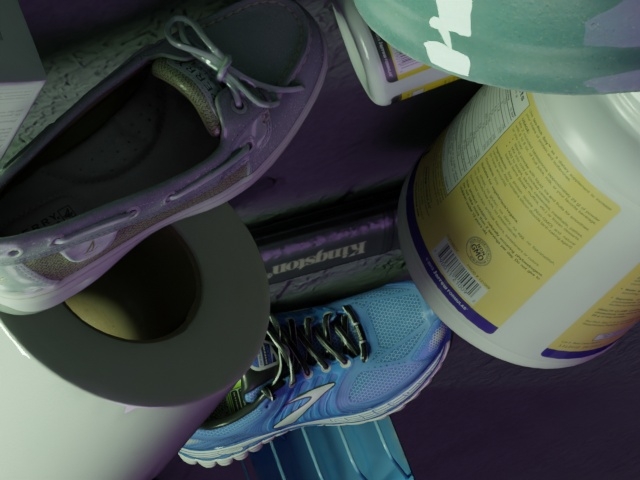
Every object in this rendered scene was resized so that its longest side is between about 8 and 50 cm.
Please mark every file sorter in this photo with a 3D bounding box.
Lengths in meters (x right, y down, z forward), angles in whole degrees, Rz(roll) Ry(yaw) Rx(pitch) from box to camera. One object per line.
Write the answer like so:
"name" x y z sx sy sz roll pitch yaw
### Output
"file sorter" -0.001 0.242 2.255 0.170 0.118 0.104 -25 152 6

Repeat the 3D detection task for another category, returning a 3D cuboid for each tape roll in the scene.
"tape roll" -0.183 0.064 1.570 0.246 0.246 0.169 -5 150 -34

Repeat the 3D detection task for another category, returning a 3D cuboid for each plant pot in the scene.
"plant pot" 0.160 -0.248 1.214 0.293 0.293 0.196 -15 129 -15

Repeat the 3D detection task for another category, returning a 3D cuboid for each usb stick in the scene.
"usb stick" 0.000 0.000 1.834 0.278 0.045 0.077 -15 156 -14

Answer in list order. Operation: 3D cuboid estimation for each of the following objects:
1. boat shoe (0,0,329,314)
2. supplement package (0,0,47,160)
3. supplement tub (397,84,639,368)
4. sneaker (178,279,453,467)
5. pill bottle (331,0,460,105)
"boat shoe" -0.120 -0.073 1.405 0.320 0.118 0.103 -36 166 -18
"supplement package" -0.273 -0.094 1.335 0.105 0.105 0.179 -6 151 -35
"supplement tub" 0.237 -0.067 1.655 0.241 0.241 0.331 -4 150 -34
"sneaker" -0.023 0.128 1.982 0.330 0.129 0.147 -25 158 8
"pill bottle" 0.108 -0.177 1.484 0.184 0.103 0.103 -21 156 -3
